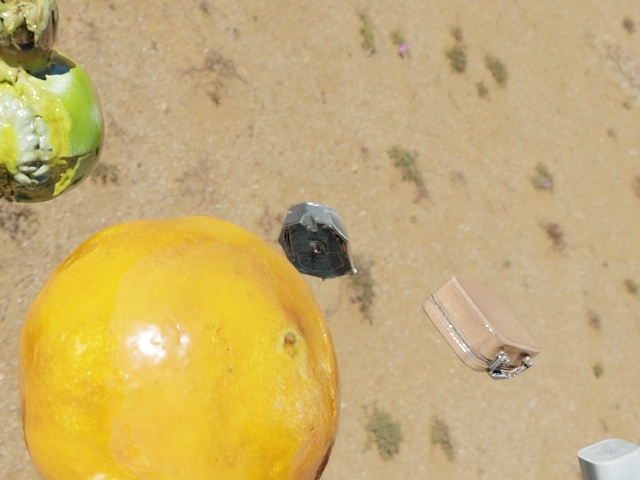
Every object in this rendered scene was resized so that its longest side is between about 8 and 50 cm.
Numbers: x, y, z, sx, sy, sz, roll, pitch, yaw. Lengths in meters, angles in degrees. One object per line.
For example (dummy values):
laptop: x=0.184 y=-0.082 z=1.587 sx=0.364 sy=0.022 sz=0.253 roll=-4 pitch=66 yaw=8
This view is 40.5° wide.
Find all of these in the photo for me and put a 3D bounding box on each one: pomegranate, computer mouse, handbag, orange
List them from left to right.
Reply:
pomegranate: x=-0.386 y=-0.188 z=1.100 sx=0.235 sy=0.302 sz=0.236 roll=10 pitch=37 yaw=-8
orange: x=-0.109 y=0.114 z=0.718 sx=0.284 sy=0.226 sz=0.284 roll=39 pitch=39 yaw=-40
computer mouse: x=-0.002 y=-0.002 z=1.562 sx=0.231 sy=0.126 sz=0.071 roll=70 pitch=22 yaw=-53
handbag: x=0.247 y=0.133 z=1.296 sx=0.193 sy=0.072 sz=0.151 roll=20 pitch=31 yaw=-56

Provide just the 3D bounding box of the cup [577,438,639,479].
cup: x=0.476 y=0.400 z=1.420 sx=0.095 sy=0.128 sz=0.130 roll=-15 pitch=96 yaw=-15
